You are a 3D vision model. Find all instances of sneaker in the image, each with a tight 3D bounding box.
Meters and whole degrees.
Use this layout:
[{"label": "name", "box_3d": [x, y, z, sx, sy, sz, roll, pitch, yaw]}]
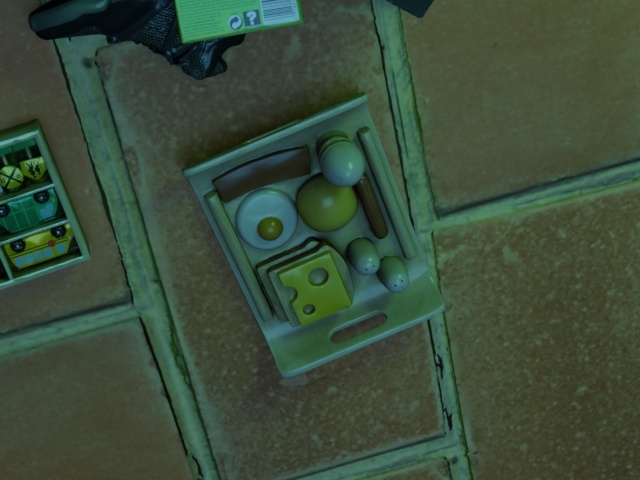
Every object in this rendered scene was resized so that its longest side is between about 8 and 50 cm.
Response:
[{"label": "sneaker", "box_3d": [-0.176, -0.213, 1.207, 0.227, 0.087, 0.130, -16, 113, -11]}]

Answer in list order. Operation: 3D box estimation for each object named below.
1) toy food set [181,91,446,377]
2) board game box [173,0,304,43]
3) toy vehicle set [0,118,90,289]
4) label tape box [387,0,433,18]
[{"label": "toy food set", "box_3d": [0.000, 0.000, 1.354, 0.220, 0.092, 0.306, -23, 119, -1]}, {"label": "board game box", "box_3d": [-0.096, -0.328, 1.130, 0.124, 0.039, 0.259, -11, 109, -8]}, {"label": "toy vehicle set", "box_3d": [-0.404, -0.013, 1.284, 0.267, 0.035, 0.166, -19, 119, -3]}, {"label": "label tape box", "box_3d": [0.103, -0.348, 1.112, 0.334, 0.106, 0.240, 14, 116, -50]}]
